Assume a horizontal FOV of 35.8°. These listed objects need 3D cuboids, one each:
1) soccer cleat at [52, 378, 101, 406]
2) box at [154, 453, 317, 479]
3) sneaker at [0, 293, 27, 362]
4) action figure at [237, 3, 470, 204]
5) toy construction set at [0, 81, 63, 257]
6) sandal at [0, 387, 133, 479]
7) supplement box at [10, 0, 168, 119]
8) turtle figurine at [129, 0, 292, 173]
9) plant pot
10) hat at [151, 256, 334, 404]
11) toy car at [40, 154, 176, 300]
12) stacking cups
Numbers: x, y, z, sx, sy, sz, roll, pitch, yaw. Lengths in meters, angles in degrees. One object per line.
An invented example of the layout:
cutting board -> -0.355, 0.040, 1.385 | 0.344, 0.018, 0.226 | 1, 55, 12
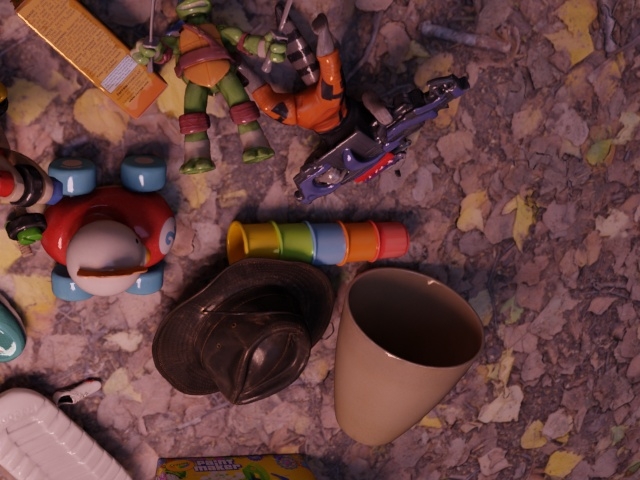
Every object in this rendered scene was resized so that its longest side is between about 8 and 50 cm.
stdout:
soccer cleat -> -0.411, 0.259, 1.675 | 0.083, 0.035, 0.029 | -14, 118, -16
box -> -0.135, 0.534, 1.775 | 0.289, 0.279, 0.177 | 3, 112, -23
sneaker -> -0.557, 0.102, 1.498 | 0.107, 0.110, 0.275 | -41, 123, -1
action figure -> 0.055, -0.229, 1.569 | 0.341, 0.179, 0.330 | -28, 130, 21
toy construction set -> -0.536, -0.104, 1.367 | 0.308, 0.237, 0.257 | -12, 164, -39
sandal -> -0.434, 0.405, 1.702 | 0.169, 0.102, 0.416 | -36, 119, -23
supplement box -> -0.332, -0.283, 1.433 | 0.080, 0.078, 0.233 | -47, 122, 3
turtle figurine -> -0.151, -0.238, 1.380 | 0.197, 0.274, 0.266 | -12, 90, -39
plant pot -> 0.125, 0.233, 1.787 | 0.256, 0.256, 0.274 | 4, 128, -24
hat -> -0.107, 0.186, 1.659 | 0.331, 0.134, 0.331 | -16, 137, -15
toy car -> -0.304, 0.013, 1.487 | 0.210, 0.238, 0.219 | -4, 115, -21
stacking cups -> 0.000, 0.000, 1.706 | 0.316, 0.096, 0.096 | -6, 115, -25
